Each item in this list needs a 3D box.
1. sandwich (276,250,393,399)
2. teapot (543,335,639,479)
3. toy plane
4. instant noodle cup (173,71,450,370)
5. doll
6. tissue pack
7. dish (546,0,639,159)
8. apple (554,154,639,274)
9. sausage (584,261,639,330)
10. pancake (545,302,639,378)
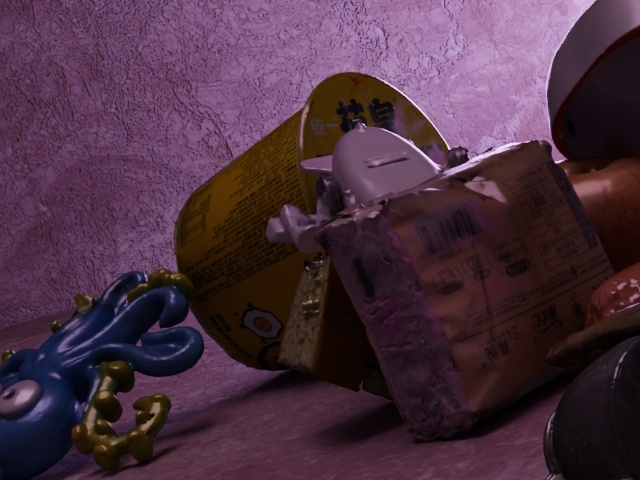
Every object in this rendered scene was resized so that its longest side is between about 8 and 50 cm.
[{"bbox_3d":[0.084,0.093,1.499,0.235,0.128,0.122,17,-9,-21],"label":"sandwich"},{"bbox_3d":[0.185,0.135,0.953,0.111,0.149,0.108,21,-28,-23],"label":"teapot"},{"bbox_3d":[0.067,-0.040,1.587,0.252,0.118,0.252,-5,27,3],"label":"toy plane"},{"bbox_3d":[0.000,0.000,1.862,0.254,0.326,0.325,-26,-1,35],"label":"instant noodle cup"},{"bbox_3d":[-0.288,0.152,1.766,0.346,0.099,0.341,-7,41,38],"label":"doll"},{"bbox_3d":[0.147,0.032,1.404,0.256,0.215,0.123,-23,-2,-41],"label":"tissue pack"},{"bbox_3d":[0.351,-0.183,1.644,0.256,0.117,0.256,-7,-36,-5],"label":"dish"},{"bbox_3d":[0.273,0.001,1.612,0.209,0.164,0.209,-11,9,2],"label":"apple"},{"bbox_3d":[0.349,0.035,1.412,0.289,0.086,0.086,-21,6,-31],"label":"sausage"},{"bbox_3d":[0.273,0.068,1.039,0.250,0.031,0.250,-3,-20,-1],"label":"pancake"}]
